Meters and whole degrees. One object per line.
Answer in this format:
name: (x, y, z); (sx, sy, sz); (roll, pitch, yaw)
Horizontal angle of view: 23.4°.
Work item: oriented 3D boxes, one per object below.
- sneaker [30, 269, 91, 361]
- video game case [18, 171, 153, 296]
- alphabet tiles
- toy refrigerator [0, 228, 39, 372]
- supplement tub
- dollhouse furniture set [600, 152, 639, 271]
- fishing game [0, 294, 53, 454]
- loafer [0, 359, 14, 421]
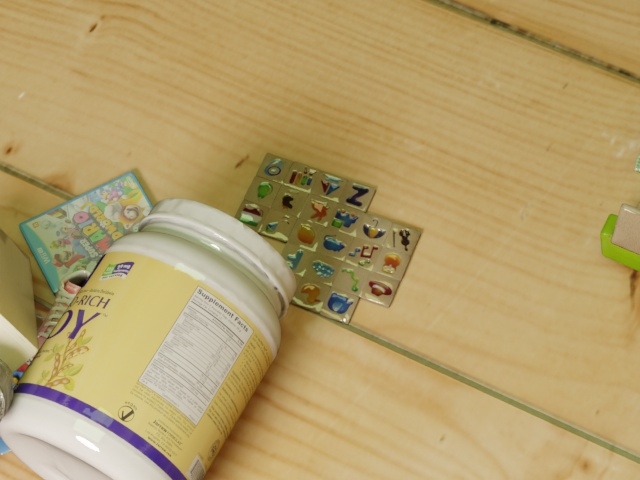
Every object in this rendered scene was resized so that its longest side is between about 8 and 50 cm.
sneaker: (-0.318, 0.091, 1.909); (0.051, 0.070, 0.134); (24, 54, 13)
video game case: (-0.295, -0.010, 2.019); (0.166, 0.015, 0.119); (-26, 63, -12)
alphabet tiles: (0.000, 0.000, 2.006); (0.237, 0.009, 0.198); (19, 63, 12)
toy refrigerator: (-0.408, 0.073, 1.838); (0.102, 0.094, 0.269); (-39, 26, 6)
supplement tub: (-0.193, 0.141, 1.802); (0.241, 0.241, 0.331); (24, 64, 15)
dollhouse furniture set: (0.501, -0.099, 1.958); (0.197, 0.151, 0.301); (24, 64, 15)
fishing game: (-0.401, 0.177, 1.905); (0.189, 0.041, 0.264); (30, 66, 21)
loafer: (-0.489, 0.134, 1.652); (0.319, 0.112, 0.111); (14, 20, 2)
